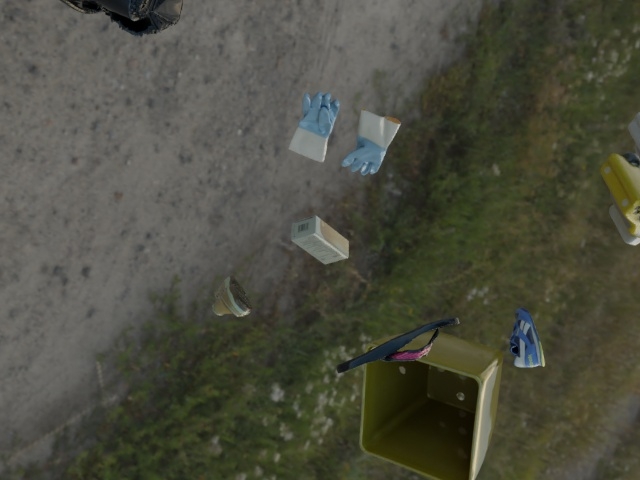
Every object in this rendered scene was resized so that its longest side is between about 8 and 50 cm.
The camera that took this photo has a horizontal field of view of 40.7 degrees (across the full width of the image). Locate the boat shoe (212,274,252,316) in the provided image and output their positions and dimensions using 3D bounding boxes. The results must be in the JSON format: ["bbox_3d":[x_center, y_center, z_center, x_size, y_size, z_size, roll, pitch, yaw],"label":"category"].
[{"bbox_3d":[-0.188,0.130,1.776,0.072,0.068,0.190,-38,-169,-1],"label":"boat shoe"}]

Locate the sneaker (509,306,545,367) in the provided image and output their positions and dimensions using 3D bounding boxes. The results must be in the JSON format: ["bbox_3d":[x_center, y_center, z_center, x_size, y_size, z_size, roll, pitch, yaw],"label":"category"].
[{"bbox_3d":[0.383,0.183,1.635,0.144,0.059,0.053,-92,160,-52],"label":"sneaker"}]

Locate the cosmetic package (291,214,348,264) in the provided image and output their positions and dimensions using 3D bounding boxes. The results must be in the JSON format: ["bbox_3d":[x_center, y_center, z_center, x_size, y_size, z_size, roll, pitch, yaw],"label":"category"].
[{"bbox_3d":[0.000,0.000,1.669,0.115,0.060,0.041,38,45,-46],"label":"cosmetic package"}]

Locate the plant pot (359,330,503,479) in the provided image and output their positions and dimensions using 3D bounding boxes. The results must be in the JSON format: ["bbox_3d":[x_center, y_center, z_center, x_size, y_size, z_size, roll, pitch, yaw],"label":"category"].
[{"bbox_3d":[0.210,0.267,1.499,0.187,0.212,0.212,-26,124,-52],"label":"plant pot"}]

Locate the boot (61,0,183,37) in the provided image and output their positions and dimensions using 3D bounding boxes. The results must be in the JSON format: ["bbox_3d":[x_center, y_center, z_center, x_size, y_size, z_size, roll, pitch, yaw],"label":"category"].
[{"bbox_3d":[-0.300,-0.371,1.312,0.246,0.207,0.094,-23,134,-72],"label":"boot"}]

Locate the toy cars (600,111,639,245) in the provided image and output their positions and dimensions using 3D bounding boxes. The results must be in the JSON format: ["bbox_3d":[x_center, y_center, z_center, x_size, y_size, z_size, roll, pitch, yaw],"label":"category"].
[{"bbox_3d":[0.473,-0.080,1.214,0.087,0.176,0.394,-44,177,36],"label":"toy cars"}]

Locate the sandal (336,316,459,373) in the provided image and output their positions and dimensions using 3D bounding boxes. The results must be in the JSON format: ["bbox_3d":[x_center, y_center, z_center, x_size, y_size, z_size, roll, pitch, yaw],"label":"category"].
[{"bbox_3d":[0.108,0.150,1.162,0.179,0.040,0.067,-24,170,-10],"label":"sandal"}]

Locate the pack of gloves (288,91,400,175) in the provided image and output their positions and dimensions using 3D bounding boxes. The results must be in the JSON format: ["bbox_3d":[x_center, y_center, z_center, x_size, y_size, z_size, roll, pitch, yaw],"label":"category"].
[{"bbox_3d":[0.048,-0.225,1.749,0.232,0.195,0.046,113,0,-62],"label":"pack of gloves"}]
